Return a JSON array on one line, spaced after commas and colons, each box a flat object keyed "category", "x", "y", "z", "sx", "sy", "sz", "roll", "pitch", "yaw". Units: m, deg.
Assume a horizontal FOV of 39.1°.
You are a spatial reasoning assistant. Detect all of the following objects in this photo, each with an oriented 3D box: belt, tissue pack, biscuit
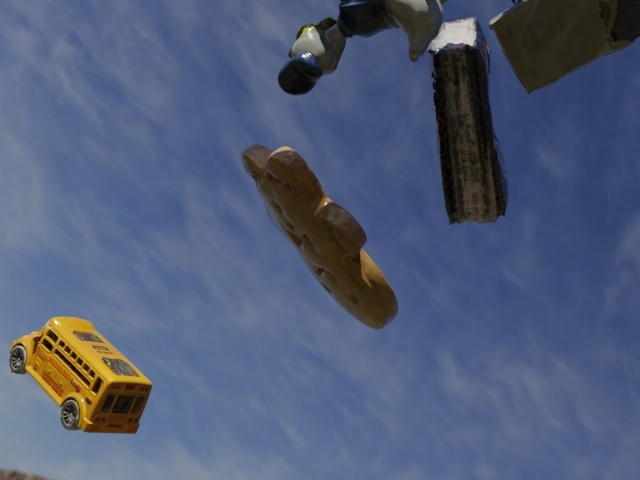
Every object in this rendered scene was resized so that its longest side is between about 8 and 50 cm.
[{"category": "belt", "x": 0.293, "y": -0.268, "z": 1.020, "sx": 0.126, "sy": 0.140, "sz": 0.230, "roll": 56, "pitch": -22, "yaw": -6}, {"category": "tissue pack", "x": 0.264, "y": -0.216, "z": 1.613, "sx": 0.123, "sy": 0.245, "sz": 0.332, "roll": -4, "pitch": -66, "yaw": 13}, {"category": "biscuit", "x": -0.002, "y": 0.002, "z": 1.413, "sx": 0.355, "sy": 0.052, "sz": 0.275, "roll": 58, "pitch": -18, "yaw": -25}]

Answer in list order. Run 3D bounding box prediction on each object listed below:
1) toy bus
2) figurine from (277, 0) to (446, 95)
[{"category": "toy bus", "x": -0.239, "y": 0.127, "z": 0.891, "sx": 0.162, "sy": 0.074, "sz": 0.070, "roll": 32, "pitch": 11, "yaw": 39}, {"category": "figurine", "x": 0.045, "y": -0.370, "z": 1.399, "sx": 0.283, "sy": 0.338, "sz": 0.204, "roll": 46, "pitch": 3, "yaw": 25}]
